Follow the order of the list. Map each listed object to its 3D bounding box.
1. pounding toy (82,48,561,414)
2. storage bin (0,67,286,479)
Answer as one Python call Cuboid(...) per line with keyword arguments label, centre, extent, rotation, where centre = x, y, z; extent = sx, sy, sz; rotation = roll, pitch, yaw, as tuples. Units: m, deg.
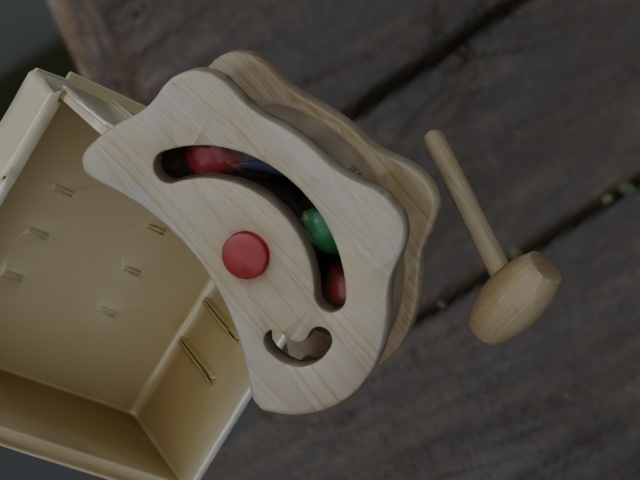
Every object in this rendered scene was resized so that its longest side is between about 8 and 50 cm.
Cuboid(label="pounding toy", centre=(0.000, 0.000, 1.159), extent=(0.269, 0.155, 0.154), rotation=(36, 114, 8))
Cuboid(label="storage bin", centre=(-0.161, 0.034, 1.484), extent=(0.262, 0.260, 0.123), rotation=(-58, 38, 11))
